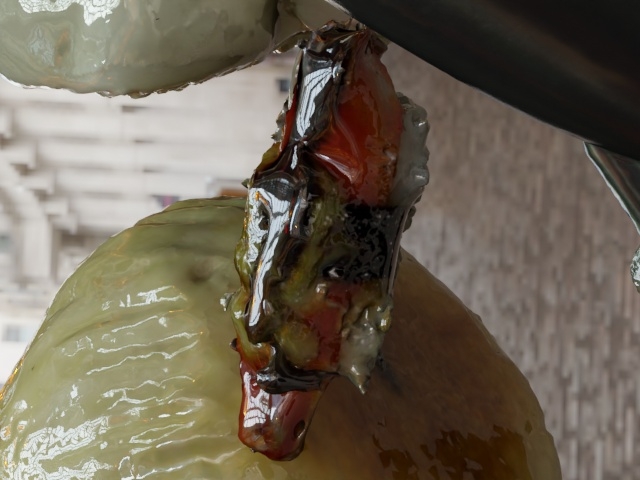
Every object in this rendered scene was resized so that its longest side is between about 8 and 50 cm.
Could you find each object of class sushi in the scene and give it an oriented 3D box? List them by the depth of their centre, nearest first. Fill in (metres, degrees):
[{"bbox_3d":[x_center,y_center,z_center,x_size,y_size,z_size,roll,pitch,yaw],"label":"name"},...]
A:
[{"bbox_3d":[0.003,0.001,0.798,0.097,0.103,0.226,30,106,65],"label":"sushi"}]

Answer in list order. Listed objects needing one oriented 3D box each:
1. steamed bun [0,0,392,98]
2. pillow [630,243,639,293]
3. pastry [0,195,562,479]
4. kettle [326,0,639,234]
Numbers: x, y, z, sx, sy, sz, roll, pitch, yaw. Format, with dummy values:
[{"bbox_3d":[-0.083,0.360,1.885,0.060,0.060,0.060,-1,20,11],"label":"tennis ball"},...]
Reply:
[{"bbox_3d":[-0.072,-0.234,1.029,0.339,0.352,0.247,-107,9,-76],"label":"steamed bun"},{"bbox_3d":[0.235,-0.041,0.663,0.093,0.241,0.051,49,175,-30],"label":"pillow"},{"bbox_3d":[-0.043,0.168,1.006,0.313,0.388,0.388,-34,41,36],"label":"pastry"},{"bbox_3d":[0.126,-0.127,0.486,0.250,0.271,0.207,-60,15,-24],"label":"kettle"}]
